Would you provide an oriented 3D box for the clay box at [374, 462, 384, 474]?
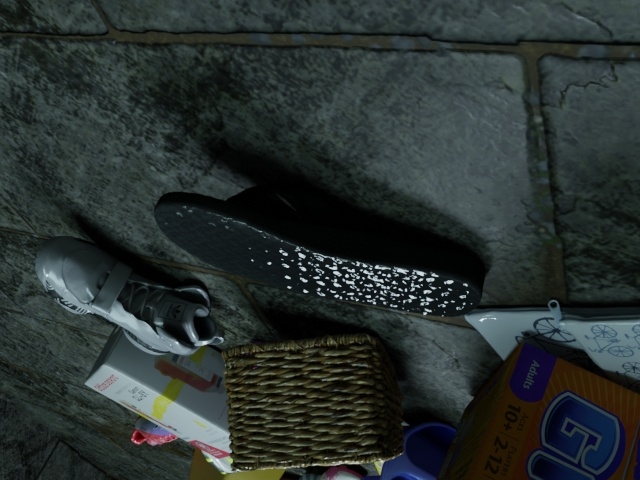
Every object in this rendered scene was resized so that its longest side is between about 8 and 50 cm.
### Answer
[{"bbox_3d":[0.193,0.517,1.759,0.127,0.053,0.222,13,150,23],"label":"clay box"}]

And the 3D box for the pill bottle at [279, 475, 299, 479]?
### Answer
[{"bbox_3d":[-0.117,0.806,2.418,0.216,0.121,0.121,-5,138,45],"label":"pill bottle"}]

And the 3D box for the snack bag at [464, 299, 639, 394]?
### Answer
[{"bbox_3d":[0.400,0.187,1.063,0.342,0.037,0.323,-4,139,44],"label":"snack bag"}]

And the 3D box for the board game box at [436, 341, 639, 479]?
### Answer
[{"bbox_3d":[0.347,0.424,1.101,0.356,0.356,0.356,24,155,9],"label":"board game box"}]

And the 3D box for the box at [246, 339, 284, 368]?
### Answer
[{"bbox_3d":[-0.004,0.312,1.578,0.201,0.057,0.293,-1,141,40],"label":"box"}]

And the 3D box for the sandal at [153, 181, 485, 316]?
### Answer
[{"bbox_3d":[0.001,0.001,1.043,0.446,0.107,0.167,14,150,-3],"label":"sandal"}]

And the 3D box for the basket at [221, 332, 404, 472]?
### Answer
[{"bbox_3d":[-0.005,0.292,1.401,0.299,0.223,0.213,-10,168,16],"label":"basket"}]

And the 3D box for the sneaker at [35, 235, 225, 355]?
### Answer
[{"bbox_3d":[-0.343,0.105,1.446,0.210,0.137,0.366,-3,145,41],"label":"sneaker"}]

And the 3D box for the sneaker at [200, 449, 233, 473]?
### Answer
[{"bbox_3d":[-0.291,0.455,2.012,0.147,0.145,0.384,-29,122,21],"label":"sneaker"}]

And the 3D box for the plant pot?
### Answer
[{"bbox_3d":[-0.268,0.702,2.303,0.212,0.187,0.212,-4,139,42],"label":"plant pot"}]

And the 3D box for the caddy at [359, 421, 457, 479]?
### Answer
[{"bbox_3d":[0.237,0.505,1.511,0.341,0.241,0.179,36,154,-18],"label":"caddy"}]

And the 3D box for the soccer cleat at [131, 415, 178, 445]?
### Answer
[{"bbox_3d":[-0.465,0.570,2.320,0.318,0.116,0.108,-11,134,48],"label":"soccer cleat"}]

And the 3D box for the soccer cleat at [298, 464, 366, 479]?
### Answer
[{"bbox_3d":[0.021,0.702,2.109,0.116,0.143,0.331,33,151,-11],"label":"soccer cleat"}]

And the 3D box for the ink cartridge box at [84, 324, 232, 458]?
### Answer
[{"bbox_3d":[-0.325,0.338,1.779,0.385,0.160,0.279,33,151,-12],"label":"ink cartridge box"}]
